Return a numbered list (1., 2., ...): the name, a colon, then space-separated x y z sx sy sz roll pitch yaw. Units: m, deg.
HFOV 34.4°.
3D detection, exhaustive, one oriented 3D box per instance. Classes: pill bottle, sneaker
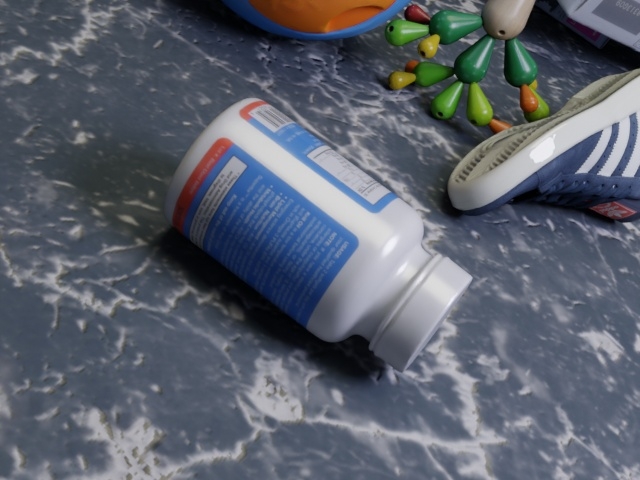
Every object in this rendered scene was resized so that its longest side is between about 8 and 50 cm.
1. pill bottle: 0.000 0.000 0.791 0.221 0.124 0.124 37 36 10
2. sneaker: 0.281 -0.071 1.089 0.350 0.131 0.148 -28 101 -33

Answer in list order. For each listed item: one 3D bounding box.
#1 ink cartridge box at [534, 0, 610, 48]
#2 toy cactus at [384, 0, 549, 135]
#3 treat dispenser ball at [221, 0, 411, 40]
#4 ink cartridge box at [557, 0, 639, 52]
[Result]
1. ink cartridge box: 0.345 -0.426 1.606 0.311 0.065 0.186 39 36 8
2. toy cactus: 0.182 -0.212 1.143 0.219 0.180 0.112 30 15 -8
3. treat dispenser ball: -0.004 -0.355 1.080 0.288 0.288 0.288 19 37 -15
4. ink cartridge box: 0.415 -0.421 1.518 0.308 0.091 0.385 14 40 -34
